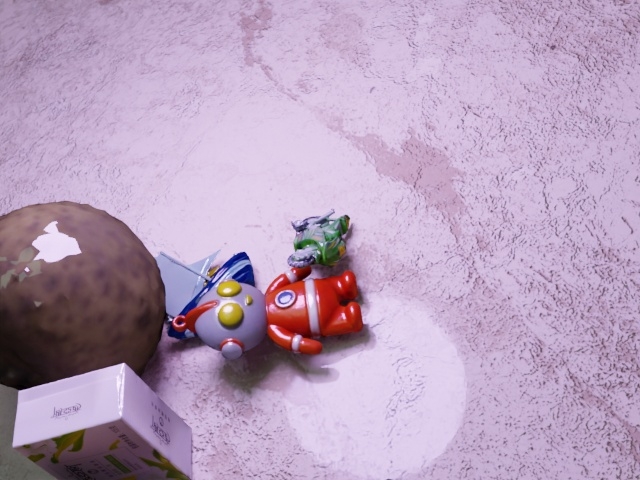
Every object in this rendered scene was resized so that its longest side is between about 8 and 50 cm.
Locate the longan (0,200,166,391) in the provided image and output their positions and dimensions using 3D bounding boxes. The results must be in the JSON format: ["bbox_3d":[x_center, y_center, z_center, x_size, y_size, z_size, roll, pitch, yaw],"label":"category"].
[{"bbox_3d":[-0.471,0.118,1.708,0.391,0.391,0.391,-12,50,15],"label":"longan"}]

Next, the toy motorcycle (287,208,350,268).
[{"bbox_3d":[0.000,0.000,1.762,0.106,0.074,0.190,-4,26,12],"label":"toy motorcycle"}]

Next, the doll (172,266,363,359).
[{"bbox_3d":[-0.097,0.125,1.688,0.336,0.105,0.200,-7,49,0],"label":"doll"}]

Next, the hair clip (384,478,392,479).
[{"bbox_3d":[0.082,0.461,1.414,0.066,0.036,0.229,-10,50,29],"label":"hair clip"}]

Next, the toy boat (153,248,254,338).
[{"bbox_3d":[-0.267,0.078,1.860,0.291,0.067,0.220,25,67,39],"label":"toy boat"}]

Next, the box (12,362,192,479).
[{"bbox_3d":[-0.350,0.325,1.563,0.194,0.260,0.111,-17,53,12],"label":"box"}]
